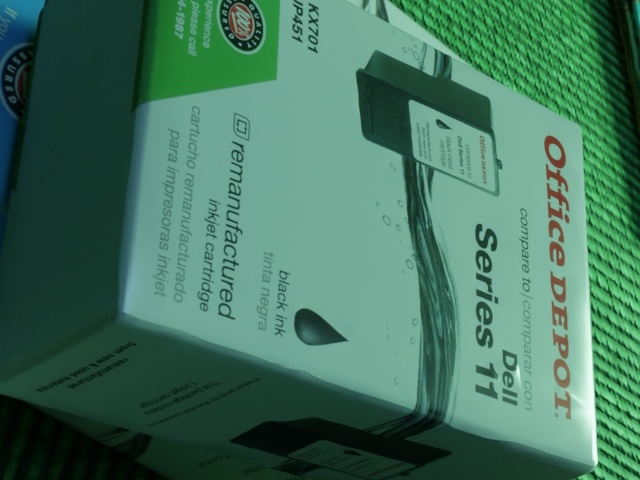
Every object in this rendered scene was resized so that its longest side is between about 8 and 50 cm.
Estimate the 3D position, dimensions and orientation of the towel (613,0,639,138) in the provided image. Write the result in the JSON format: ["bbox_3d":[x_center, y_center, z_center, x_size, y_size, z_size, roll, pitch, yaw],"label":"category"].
[{"bbox_3d":[0.335,-0.126,1.138,0.271,0.040,0.370,18,56,-36],"label":"towel"}]

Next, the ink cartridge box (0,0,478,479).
[{"bbox_3d":[-0.054,-0.028,0.631,0.307,0.129,0.223,34,49,-26],"label":"ink cartridge box"}]

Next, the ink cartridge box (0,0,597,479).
[{"bbox_3d":[0.000,0.000,0.508,0.208,0.087,0.153,21,58,-35],"label":"ink cartridge box"}]
